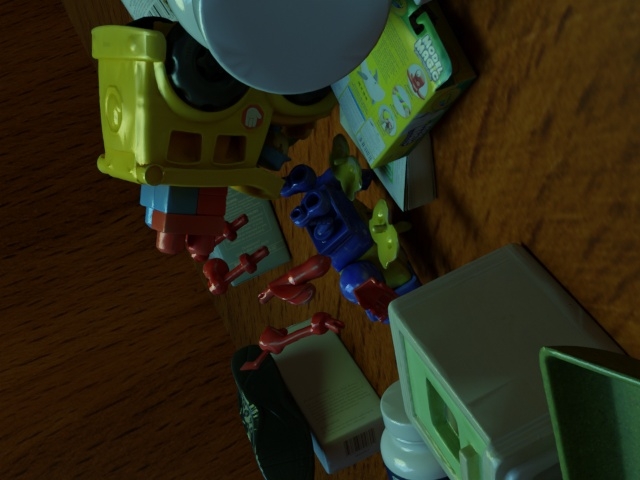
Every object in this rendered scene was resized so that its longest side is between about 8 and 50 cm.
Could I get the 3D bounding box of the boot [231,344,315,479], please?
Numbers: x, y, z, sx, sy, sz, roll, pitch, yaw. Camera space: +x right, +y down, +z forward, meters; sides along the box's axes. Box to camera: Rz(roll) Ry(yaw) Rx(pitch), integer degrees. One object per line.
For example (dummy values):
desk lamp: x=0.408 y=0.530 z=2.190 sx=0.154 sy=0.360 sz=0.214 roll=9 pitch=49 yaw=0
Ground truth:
boot: x=-0.068 y=0.288 z=1.641 sx=0.178 sy=0.085 sz=0.236 roll=92 pitch=157 yaw=-66

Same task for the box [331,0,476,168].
box: x=0.061 y=-0.140 z=0.870 sx=0.105 sy=0.043 sz=0.179 roll=65 pitch=160 yaw=10

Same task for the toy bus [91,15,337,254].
toy bus: x=-0.090 y=-0.094 z=0.991 sx=0.149 sy=0.220 sz=0.211 roll=13 pitch=102 yaw=56

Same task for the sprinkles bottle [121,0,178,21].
sprinkles bottle: x=-0.192 y=-0.315 z=1.402 sx=0.355 sy=0.121 sz=0.121 roll=56 pitch=165 yaw=22

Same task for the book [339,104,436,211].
book: x=0.058 y=-0.110 z=1.021 sx=0.096 sy=0.035 sz=0.144 roll=84 pitch=159 yaw=-46

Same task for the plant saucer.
plant saucer: x=0.231 y=0.150 z=0.650 sx=0.188 sy=0.045 sz=0.188 roll=18 pitch=135 yaw=45

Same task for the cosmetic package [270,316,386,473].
cosmetic package: x=0.007 y=0.231 z=1.678 sx=0.231 sy=0.117 sz=0.085 roll=-125 pitch=18 yaw=-44

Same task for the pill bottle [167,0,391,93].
pill bottle: x=-0.047 y=-0.228 z=0.826 sx=0.278 sy=0.162 sz=0.162 roll=-114 pitch=7 yaw=-55

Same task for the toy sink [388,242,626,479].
toy sink: x=0.161 y=0.145 z=0.831 sx=0.234 sy=0.131 sz=0.153 roll=53 pitch=163 yaw=42

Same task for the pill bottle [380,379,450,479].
pill bottle: x=0.127 y=0.242 z=1.204 sx=0.112 sy=0.112 sz=0.187 roll=46 pitch=157 yaw=57

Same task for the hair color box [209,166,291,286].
hair color box: x=-0.182 y=-0.133 z=1.784 sx=0.185 sy=0.113 sz=0.374 roll=37 pitch=150 yaw=65

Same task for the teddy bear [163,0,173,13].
teddy bear: x=-0.145 y=-0.338 z=1.037 sx=0.338 sy=0.113 sz=0.245 roll=43 pitch=-153 yaw=-49

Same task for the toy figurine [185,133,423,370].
toy figurine: x=0.000 y=0.000 z=1.123 sx=0.217 sy=0.191 sz=0.362 roll=40 pitch=-165 yaw=-47

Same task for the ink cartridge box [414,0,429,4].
ink cartridge box: x=0.055 y=-0.253 z=0.681 sx=0.180 sy=0.060 sz=0.104 roll=64 pitch=169 yaw=7
